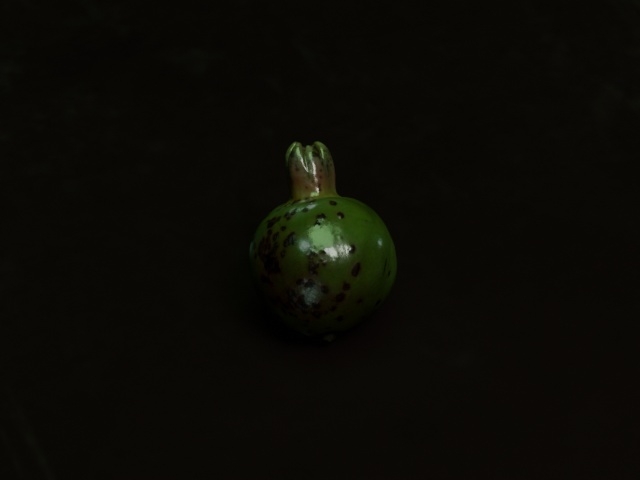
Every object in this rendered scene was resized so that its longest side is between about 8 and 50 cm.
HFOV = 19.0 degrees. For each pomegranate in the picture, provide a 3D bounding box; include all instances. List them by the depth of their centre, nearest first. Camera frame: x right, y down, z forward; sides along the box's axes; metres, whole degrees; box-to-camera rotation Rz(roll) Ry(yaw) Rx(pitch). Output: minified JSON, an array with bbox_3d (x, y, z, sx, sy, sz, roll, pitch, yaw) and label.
[{"bbox_3d":[0.000,0.002,0.881,0.073,0.085,0.073,-5,30,3],"label":"pomegranate"}]
